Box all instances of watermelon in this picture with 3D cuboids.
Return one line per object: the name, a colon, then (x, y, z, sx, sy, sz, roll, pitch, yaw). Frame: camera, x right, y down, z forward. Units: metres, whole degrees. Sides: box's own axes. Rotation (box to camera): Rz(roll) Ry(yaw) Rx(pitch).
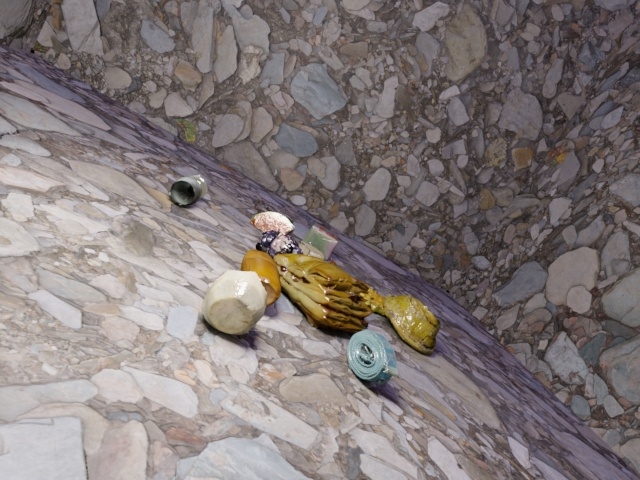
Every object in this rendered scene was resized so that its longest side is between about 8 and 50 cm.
watermelon: (-0.252, -0.082, 2.228, 0.231, 0.128, 0.146, 30, -8, 1)

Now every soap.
soap: (0.000, 0.000, 2.443, 0.182, 0.139, 0.199, 33, 10, -3)

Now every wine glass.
wine glass: (-0.577, -0.222, 1.830, 0.126, 0.127, 0.241, 31, 10, -9)

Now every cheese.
cheese: (-0.017, 0.090, 2.161, 0.248, 0.071, 0.163, 26, 13, -29)

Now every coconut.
coconut: (-0.213, 0.152, 1.069, 0.161, 0.161, 0.162, 30, 19, -11)

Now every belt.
belt: (0.156, 0.354, 1.266, 0.082, 0.147, 0.163, 28, 39, -34)

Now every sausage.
sausage: (-0.203, 0.114, 1.399, 0.134, 0.116, 0.354, 15, 11, -12)

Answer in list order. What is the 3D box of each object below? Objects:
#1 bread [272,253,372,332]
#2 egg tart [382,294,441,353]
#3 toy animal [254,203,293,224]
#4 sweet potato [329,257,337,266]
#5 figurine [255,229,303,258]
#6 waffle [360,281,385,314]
bread: (0.012, 0.170, 1.559, 0.314, 0.192, 0.370, 20, 14, -46)
egg tart: (0.436, 0.361, 1.933, 0.345, 0.132, 0.345, 38, 16, -13)
toy animal: (-0.276, -0.122, 2.379, 0.214, 0.094, 0.186, 10, 19, -47)
sweet potato: (0.062, 0.179, 2.038, 0.068, 0.068, 0.226, 27, 29, -24)
figurine: (-0.165, 0.050, 1.820, 0.222, 0.146, 0.145, 26, 6, 30)
waffle: (0.273, 0.298, 2.079, 0.262, 0.060, 0.280, 33, 11, 7)
